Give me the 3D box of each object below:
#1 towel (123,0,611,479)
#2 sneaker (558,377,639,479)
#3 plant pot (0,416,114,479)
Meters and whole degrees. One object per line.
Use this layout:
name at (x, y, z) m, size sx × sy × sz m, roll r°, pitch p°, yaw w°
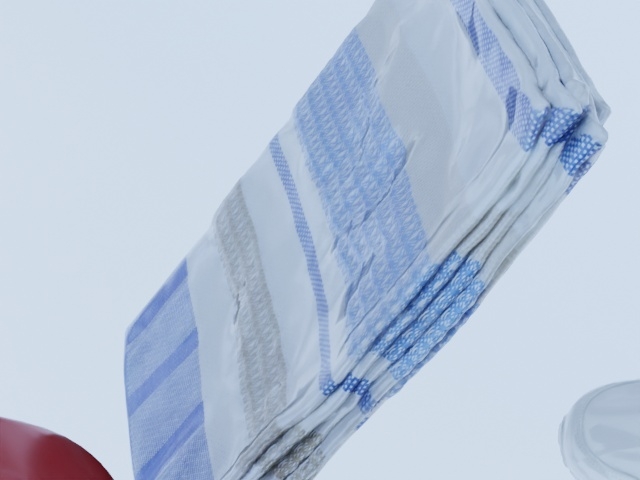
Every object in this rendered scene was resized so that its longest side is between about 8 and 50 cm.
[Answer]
towel at (0.000, 0.000, 0.716) m, size 0.034 × 0.209 × 0.285 m, roll 27°, pitch -64°, yaw -26°
sneaker at (0.232, 0.087, 0.819) m, size 0.232 × 0.090 × 0.115 m, roll 2°, pitch -32°, yaw 7°
plant pot at (-0.121, 0.176, 0.537) m, size 0.191 × 0.191 × 0.174 m, roll -55°, pitch -134°, yaw 23°
